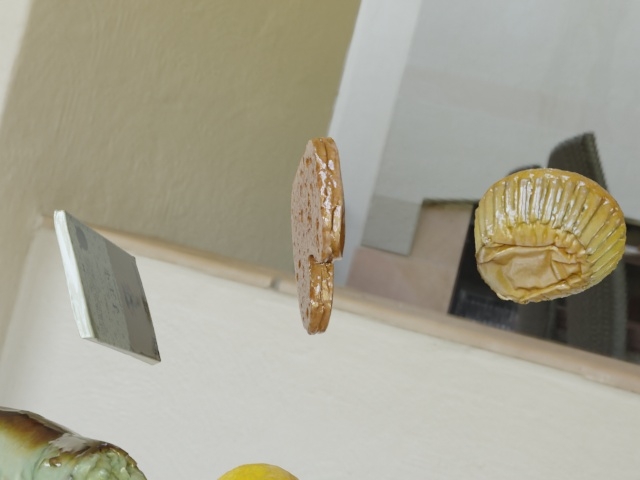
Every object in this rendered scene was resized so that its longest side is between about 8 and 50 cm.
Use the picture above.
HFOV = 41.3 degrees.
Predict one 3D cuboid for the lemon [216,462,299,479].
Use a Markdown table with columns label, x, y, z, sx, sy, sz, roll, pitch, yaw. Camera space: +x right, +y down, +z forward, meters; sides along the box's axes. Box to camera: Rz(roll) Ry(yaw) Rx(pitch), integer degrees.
| label | x | y | z | sx | sy | sz | roll | pitch | yaw |
| --- | --- | --- | --- | --- | --- | --- | --- | --- | --- |
| lemon | -0.066 | 0.327 | 0.913 | 0.142 | 0.142 | 0.187 | 15 | 37 | -33 |

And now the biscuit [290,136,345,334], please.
| label | x | y | z | sx | sy | sz | roll | pitch | yaw |
| --- | --- | --- | --- | --- | --- | --- | --- | --- | --- |
| biscuit | 0.001 | 0.000 | 0.921 | 0.036 | 0.186 | 0.192 | -2 | -18 | -11 |

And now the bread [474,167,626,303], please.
| label | x | y | z | sx | sy | sz | roll | pitch | yaw |
| --- | --- | --- | --- | --- | --- | --- | --- | --- | --- |
| bread | 0.354 | -0.005 | 1.328 | 0.240 | 0.240 | 0.139 | 15 | 44 | 16 |

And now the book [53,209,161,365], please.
| label | x | y | z | sx | sy | sz | roll | pitch | yaw |
| --- | --- | --- | --- | --- | --- | --- | --- | --- | --- |
| book | -0.224 | 0.056 | 0.909 | 0.016 | 0.138 | 0.198 | -19 | -17 | 4 |

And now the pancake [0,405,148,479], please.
| label | x | y | z | sx | sy | sz | roll | pitch | yaw |
| --- | --- | --- | --- | --- | --- | --- | --- | --- | --- |
| pancake | -0.334 | 0.147 | 0.545 | 0.427 | 0.066 | 0.305 | 3 | -1 | 29 |
